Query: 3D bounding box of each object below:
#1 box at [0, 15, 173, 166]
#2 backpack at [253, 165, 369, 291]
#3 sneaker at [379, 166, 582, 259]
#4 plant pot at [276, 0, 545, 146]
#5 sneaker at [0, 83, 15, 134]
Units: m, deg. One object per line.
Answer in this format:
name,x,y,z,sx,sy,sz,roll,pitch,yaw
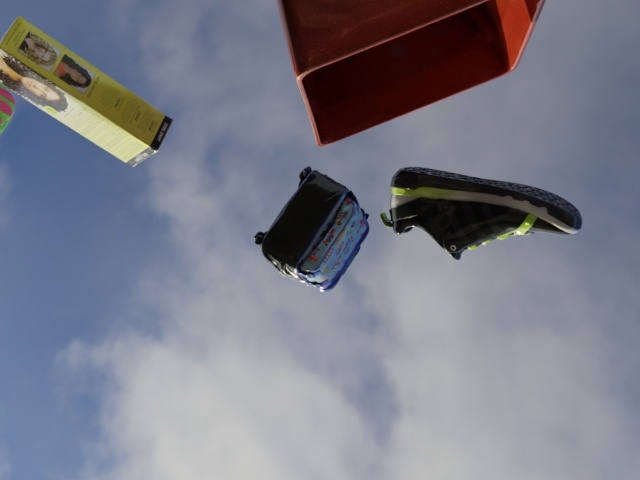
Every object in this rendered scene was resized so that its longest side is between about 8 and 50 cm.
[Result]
box,-0.315,-0.189,1.080,0.232,0.058,0.087,32,-28,-25
backpack,0.000,0.000,1.231,0.117,0.173,0.158,30,-102,23
sneaker,0.185,-0.023,0.966,0.234,0.084,0.097,14,-76,25
plant pot,0.070,-0.291,0.923,0.267,0.267,0.236,-21,-100,1
sneaker,-0.603,-0.080,1.156,0.185,0.483,0.202,39,-54,-8
